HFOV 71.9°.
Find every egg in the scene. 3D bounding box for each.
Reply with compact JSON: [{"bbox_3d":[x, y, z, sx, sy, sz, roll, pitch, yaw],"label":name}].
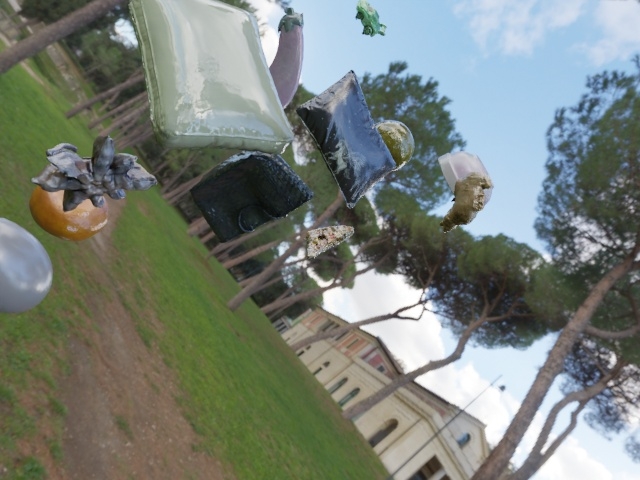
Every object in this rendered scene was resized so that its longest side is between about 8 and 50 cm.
[{"bbox_3d":[-0.708,0.053,0.981,0.176,0.176,0.231,37,-32,51],"label":"egg"}]

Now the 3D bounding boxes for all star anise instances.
[{"bbox_3d":[-0.477,-0.140,0.942,0.229,0.237,0.093,-50,-133,43],"label":"star anise"}]

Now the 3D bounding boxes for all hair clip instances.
[{"bbox_3d":[-0.119,-0.559,1.419,0.110,0.358,0.096,18,-3,-23],"label":"hair clip"}]

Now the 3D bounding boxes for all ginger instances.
[{"bbox_3d":[0.477,-0.117,1.451,0.074,0.213,0.137,27,-1,-30],"label":"ginger"}]

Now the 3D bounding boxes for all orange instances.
[{"bbox_3d":[-0.857,-0.104,1.510,0.171,0.240,0.240,-39,-96,35],"label":"orange"}]

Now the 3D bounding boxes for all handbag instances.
[{"bbox_3d":[-0.164,-0.103,0.991,0.175,0.271,0.088,57,24,-24],"label":"handbag"}]

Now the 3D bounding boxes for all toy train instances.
[{"bbox_3d":[0.196,-0.876,1.743,0.081,0.099,0.149,-9,-39,30],"label":"toy train"}]

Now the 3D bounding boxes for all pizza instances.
[{"bbox_3d":[0.000,0.000,1.379,0.185,0.195,0.052,-8,-67,30],"label":"pizza"}]

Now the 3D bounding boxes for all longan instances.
[{"bbox_3d":[0.203,-0.278,1.337,0.155,0.176,0.145,33,-7,-9],"label":"longan"}]

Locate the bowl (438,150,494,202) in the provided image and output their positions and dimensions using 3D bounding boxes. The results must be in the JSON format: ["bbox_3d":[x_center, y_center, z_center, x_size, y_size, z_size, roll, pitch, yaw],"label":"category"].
[{"bbox_3d":[0.630,-0.260,1.867,0.287,0.144,0.286,42,32,-34],"label":"bowl"}]

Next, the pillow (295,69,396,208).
[{"bbox_3d":[0.054,-0.179,0.801,0.055,0.141,0.208,20,-33,58],"label":"pillow"}]

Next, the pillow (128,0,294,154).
[{"bbox_3d":[-0.196,-0.306,0.799,0.120,0.256,0.322,-37,-116,48],"label":"pillow"}]
